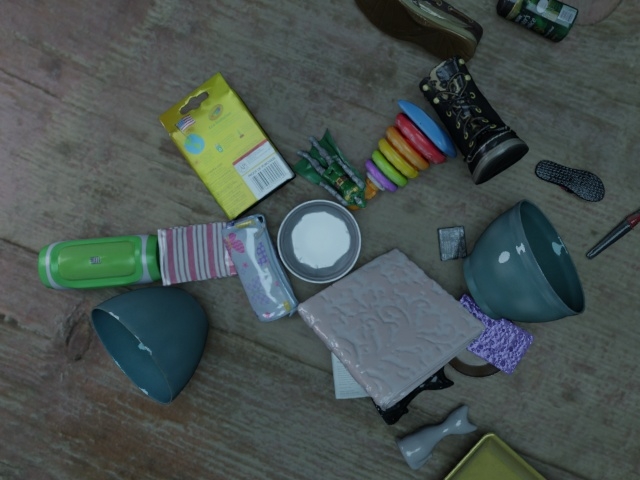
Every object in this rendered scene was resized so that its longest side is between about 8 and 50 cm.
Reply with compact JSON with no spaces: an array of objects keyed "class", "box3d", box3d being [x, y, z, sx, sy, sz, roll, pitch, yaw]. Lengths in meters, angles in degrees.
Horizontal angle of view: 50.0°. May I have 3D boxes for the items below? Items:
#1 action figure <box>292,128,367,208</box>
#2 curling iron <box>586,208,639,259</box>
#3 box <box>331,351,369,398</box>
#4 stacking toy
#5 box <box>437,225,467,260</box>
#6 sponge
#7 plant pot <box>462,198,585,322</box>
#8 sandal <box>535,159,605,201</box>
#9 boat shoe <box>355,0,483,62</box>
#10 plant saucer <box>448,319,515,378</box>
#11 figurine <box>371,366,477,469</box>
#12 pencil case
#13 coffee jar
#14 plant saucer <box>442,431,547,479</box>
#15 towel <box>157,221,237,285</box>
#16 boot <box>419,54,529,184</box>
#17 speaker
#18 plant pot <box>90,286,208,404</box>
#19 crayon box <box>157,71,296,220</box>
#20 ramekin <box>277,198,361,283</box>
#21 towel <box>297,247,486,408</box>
[{"class":"action figure","box3d":[0.038,-0.160,1.690,0.232,0.063,0.137,47,107,24]},{"class":"curling iron","box3d":[0.788,-0.035,1.719,0.274,0.035,0.068,-34,91,3]},{"class":"box","box3d":[0.120,0.302,1.688,0.181,0.181,0.119,-6,93,2]},{"class":"stacking toy","box3d":[0.175,-0.182,1.692,0.302,0.165,0.175,-45,74,14]},{"class":"box","box3d":[0.336,0.007,1.747,0.067,0.018,0.083,-8,92,2]},{"class":"sponge","box3d":[0.413,0.233,1.713,0.210,0.031,0.117,32,93,1]},{"class":"plant pot","box3d":[0.466,0.075,1.636,0.196,0.293,0.293,-29,91,30]},{"class":"sandal","box3d":[0.628,-0.152,1.724,0.179,0.040,0.067,26,88,15]},{"class":"boat shoe","box3d":[0.244,-0.568,1.691,0.342,0.123,0.123,29,64,6]},{"class":"plant saucer","box3d":[0.400,0.250,1.748,0.198,0.036,0.199,0,93,1]},{"class":"figurine","box3d":[0.269,0.438,1.740,0.209,0.092,0.215,-29,92,-1]},{"class":"pencil case","box3d":[-0.147,0.067,1.717,0.124,0.113,0.273,-19,95,24]},{"class":"coffee jar","box3d":[0.525,-0.560,1.676,0.184,0.096,0.079,26,91,2]},{"class":"plant saucer","box3d":[0.436,0.700,1.745,0.332,0.081,0.333,41,94,1]},{"class":"towel","box3d":[-0.308,0.031,1.729,0.197,0.029,0.144,-7,92,-26]},{"class":"boot","box3d":[0.343,-0.280,1.568,0.138,0.377,0.284,-34,86,17]},{"class":"speaker","box3d":[-0.546,0.055,1.732,0.296,0.131,0.131,-5,92,2]},{"class":"plant pot","box3d":[-0.391,0.226,1.683,0.195,0.290,0.290,-40,91,-33]},{"class":"crayon box","box3d":[-0.232,-0.234,1.728,0.202,0.081,0.319,-35,91,3]},{"class":"ramekin","box3d":[0.000,0.000,1.716,0.207,0.109,0.207,0,93,3]},{"class":"towel","box3d":[0.162,0.192,1.610,0.317,0.053,0.332,-30,52,-21]}]
